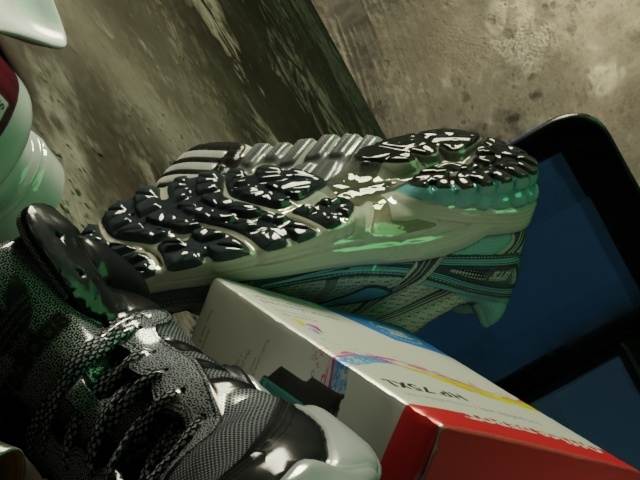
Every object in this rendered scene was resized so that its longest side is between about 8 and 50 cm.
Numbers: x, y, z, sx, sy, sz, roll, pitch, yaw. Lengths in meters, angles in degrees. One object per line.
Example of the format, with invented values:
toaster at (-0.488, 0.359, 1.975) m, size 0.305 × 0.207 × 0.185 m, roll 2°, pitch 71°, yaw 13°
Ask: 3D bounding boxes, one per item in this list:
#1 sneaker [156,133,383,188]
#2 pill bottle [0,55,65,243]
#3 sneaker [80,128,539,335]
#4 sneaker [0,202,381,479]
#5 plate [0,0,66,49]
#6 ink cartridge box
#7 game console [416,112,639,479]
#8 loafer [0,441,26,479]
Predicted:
sneaker at (0.000, 0.000, 1.059) m, size 0.086 × 0.228 × 0.132 m, roll -48°, pitch 129°, yaw -34°
pill bottle at (-0.171, -0.059, 0.611) m, size 0.152 × 0.086 × 0.086 m, roll 53°, pitch 12°, yaw -40°
sneaker at (-0.001, 0.026, 0.843) m, size 0.110 × 0.283 × 0.122 m, roll 37°, pitch -47°, yaw 57°
sneaker at (-0.076, 0.066, 0.557) m, size 0.153 × 0.101 × 0.268 m, roll 40°, pitch -7°, yaw -8°
plate at (-0.234, -0.231, 0.815) m, size 0.278 × 0.045 × 0.277 m, roll -34°, pitch 104°, yaw -82°
ink cartridge box at (0.046, 0.102, 0.705) m, size 0.134 × 0.078 × 0.231 m, roll 17°, pitch 8°, yaw -39°
game console at (0.111, 0.113, 0.956) m, size 0.250 × 0.293 × 0.173 m, roll 65°, pitch 12°, yaw 26°
loafer at (-0.123, 0.084, 0.508) m, size 0.170 × 0.061 × 0.062 m, roll 63°, pitch 11°, yaw 18°
